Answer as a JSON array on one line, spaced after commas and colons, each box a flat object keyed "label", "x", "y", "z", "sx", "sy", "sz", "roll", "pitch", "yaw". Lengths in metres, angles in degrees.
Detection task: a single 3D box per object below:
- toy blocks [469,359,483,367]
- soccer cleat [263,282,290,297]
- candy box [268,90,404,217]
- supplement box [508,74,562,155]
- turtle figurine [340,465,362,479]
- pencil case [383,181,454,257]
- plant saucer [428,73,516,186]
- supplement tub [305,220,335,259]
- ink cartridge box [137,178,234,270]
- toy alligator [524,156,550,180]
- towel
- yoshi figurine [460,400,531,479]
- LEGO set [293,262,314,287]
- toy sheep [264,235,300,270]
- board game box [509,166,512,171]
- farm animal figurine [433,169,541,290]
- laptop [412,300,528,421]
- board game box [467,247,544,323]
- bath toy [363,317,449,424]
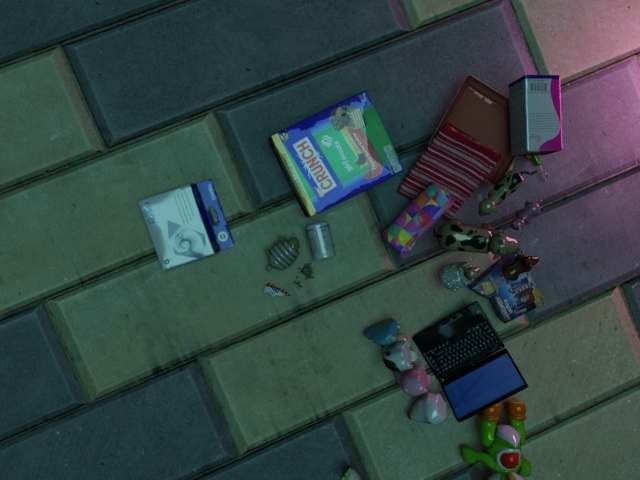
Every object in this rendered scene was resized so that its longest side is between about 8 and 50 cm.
[{"label": "toy blocks", "x": 0.511, "y": 0.428, "z": 1.932, "sx": 0.123, "sy": 0.054, "sz": 0.148, "roll": 25, "pitch": 88, "yaw": -6}, {"label": "soccer cleat", "x": -0.132, "y": 0.159, "z": 1.861, "sx": 0.083, "sy": 0.029, "sz": 0.035, "roll": 24, "pitch": 97, "yaw": -4}, {"label": "candy box", "x": 0.043, "y": -0.254, "z": 1.828, "sx": 0.317, "sy": 0.122, "sz": 0.268, "roll": -27, "pitch": 95, "yaw": -5}, {"label": "supplement box", "x": 0.632, "y": -0.364, "z": 1.813, "sx": 0.111, "sy": 0.114, "sz": 0.219, "roll": -2, "pitch": 89, "yaw": -9}, {"label": "turtle figurine", "x": 0.143, "y": 0.815, "z": 1.803, "sx": 0.266, "sy": 0.197, "sz": 0.275, "roll": 36, "pitch": 44, "yaw": 10}, {"label": "pencil case", "x": 0.295, "y": -0.064, "z": 1.844, "sx": 0.104, "sy": 0.104, "sz": 0.236, "roll": 38, "pitch": 107, "yaw": -6}, {"label": "plant saucer", "x": 0.488, "y": -0.329, "z": 1.873, "sx": 0.259, "sy": 0.048, "sz": 0.258, "roll": 30, "pitch": 86, "yaw": -6}, {"label": "supplement tub", "x": 0.000, "y": 0.000, "z": 1.853, "sx": 0.071, "sy": 0.071, "sz": 0.107, "roll": -13, "pitch": 93, "yaw": -7}, {"label": "ink cartridge box", "x": -0.393, "y": -0.048, "z": 1.814, "sx": 0.224, "sy": 0.045, "sz": 0.223, "roll": -20, "pitch": 93, "yaw": -7}, {"label": "toy alligator", "x": 0.671, "y": -0.275, "z": 1.946, "sx": 0.056, "sy": 0.051, "sz": 0.189, "roll": -29, "pitch": 105, "yaw": 1}, {"label": "towel", "x": 0.384, "y": -0.200, "z": 1.844, "sx": 0.199, "sy": 0.031, "sz": 0.274, "roll": 29, "pitch": 123, "yaw": -6}, {"label": "yoshi figurine", "x": 0.560, "y": 0.684, "z": 1.912, "sx": 0.203, "sy": 0.204, "sz": 0.361, "roll": 15, "pitch": 71, "yaw": -47}, {"label": "LEGO set", "x": -0.049, "y": 0.102, "z": 1.876, "sx": 0.083, "sy": 0.023, "sz": 0.054, "roll": -39, "pitch": 93, "yaw": 8}, {"label": "toy sheep", "x": -0.115, "y": 0.042, "z": 1.834, "sx": 0.091, "sy": 0.091, "sz": 0.132, "roll": 44, "pitch": 99, "yaw": -6}, {"label": "board game box", "x": 0.519, "y": -0.279, "z": 1.925, "sx": 0.171, "sy": 0.048, "sz": 0.140, "roll": 8, "pitch": 91, "yaw": -7}, {"label": "farm animal figurine", "x": 0.488, "y": -0.026, "z": 1.793, "sx": 0.327, "sy": 0.172, "sz": 0.329, "roll": -9, "pitch": 95, "yaw": 16}, {"label": "laptop", "x": 0.441, "y": 0.360, "z": 1.845, "sx": 0.234, "sy": 0.136, "sz": 0.264, "roll": -31, "pitch": 90, "yaw": 10}, {"label": "board game box", "x": 0.572, "y": 0.150, "z": 1.933, "sx": 0.194, "sy": 0.060, "sz": 0.194, "roll": -25, "pitch": 94, "yaw": -5}, {"label": "bath toy", "x": 0.261, "y": 0.407, "z": 1.867, "sx": 0.129, "sy": 0.151, "sz": 0.348, "roll": -25, "pitch": 98, "yaw": 32}]
